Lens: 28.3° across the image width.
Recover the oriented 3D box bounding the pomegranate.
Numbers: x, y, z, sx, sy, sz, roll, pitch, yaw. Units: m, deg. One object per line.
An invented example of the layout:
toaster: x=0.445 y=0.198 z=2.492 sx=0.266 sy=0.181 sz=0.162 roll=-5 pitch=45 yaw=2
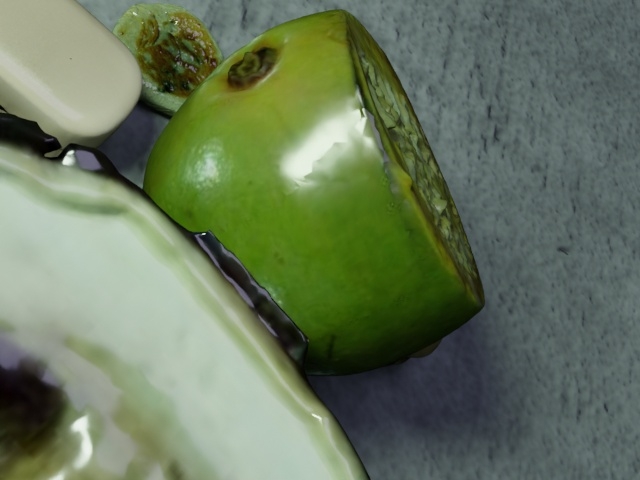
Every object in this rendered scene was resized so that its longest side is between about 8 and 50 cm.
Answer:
pomegranate: x=-0.007 y=-0.013 z=0.708 sx=0.190 sy=0.159 sz=0.241 roll=67 pitch=15 yaw=8

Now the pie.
pie: x=-0.093 y=-0.113 z=0.783 sx=0.085 sy=0.017 sz=0.085 roll=20 pitch=53 yaw=-30

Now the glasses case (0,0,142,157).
glasses case: x=-0.187 y=-0.124 z=0.689 sx=0.196 sy=0.050 sz=0.083 roll=42 pitch=48 yaw=-11

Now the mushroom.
mushroom: x=-0.121 y=0.103 z=0.562 sx=0.344 sy=0.130 sz=0.247 roll=39 pitch=62 yaw=-12
